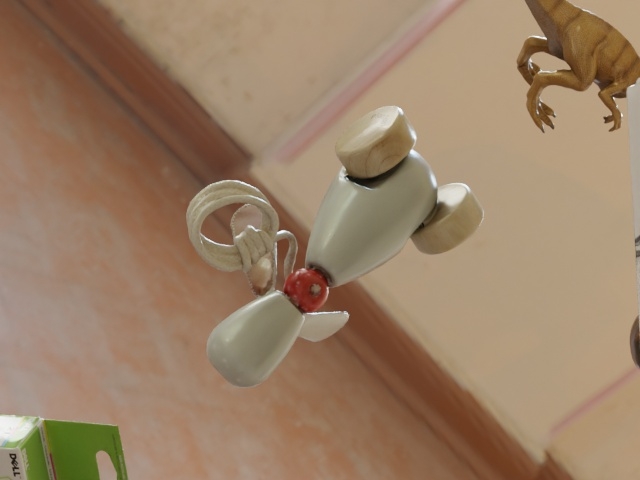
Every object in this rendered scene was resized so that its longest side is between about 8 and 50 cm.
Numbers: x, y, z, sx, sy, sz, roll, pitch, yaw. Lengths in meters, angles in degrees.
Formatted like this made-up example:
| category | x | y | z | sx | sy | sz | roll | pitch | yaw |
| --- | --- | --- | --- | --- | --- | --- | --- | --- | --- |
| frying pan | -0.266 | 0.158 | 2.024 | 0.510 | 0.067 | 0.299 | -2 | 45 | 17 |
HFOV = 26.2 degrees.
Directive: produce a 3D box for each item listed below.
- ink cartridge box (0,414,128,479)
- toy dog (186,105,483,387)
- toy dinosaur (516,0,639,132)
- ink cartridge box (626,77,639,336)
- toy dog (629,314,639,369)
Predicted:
| category | x | y | z | sx | sy | sz | roll | pitch | yaw |
| --- | --- | --- | --- | --- | --- | --- | --- | --- | --- |
| ink cartridge box | -0.433 | 0.376 | 2.135 | 0.097 | 0.255 | 0.189 | -56 | 144 | -61 |
| toy dog | 0.000 | 0.000 | 1.427 | 0.161 | 0.333 | 0.220 | 12 | -57 | 65 |
| toy dinosaur | 0.181 | -0.144 | 0.987 | 0.211 | 0.112 | 0.064 | 40 | 41 | -11 |
| ink cartridge box | 0.258 | 0.017 | 0.719 | 0.100 | 0.172 | 0.237 | 7 | 77 | -34 |
| toy dog | 0.543 | 0.010 | 1.823 | 0.284 | 0.395 | 0.408 | 20 | 73 | -18 |
